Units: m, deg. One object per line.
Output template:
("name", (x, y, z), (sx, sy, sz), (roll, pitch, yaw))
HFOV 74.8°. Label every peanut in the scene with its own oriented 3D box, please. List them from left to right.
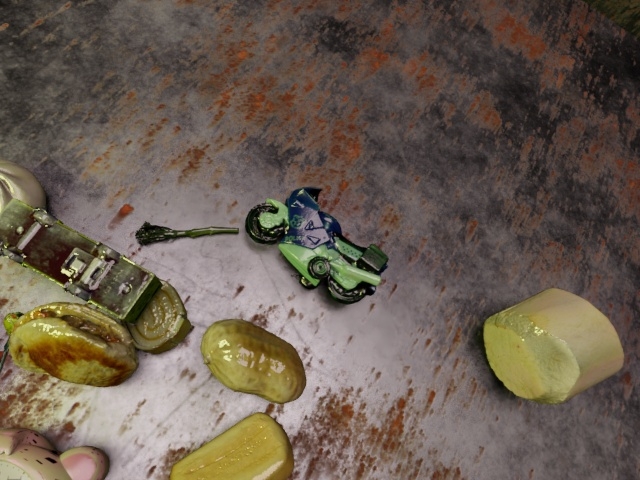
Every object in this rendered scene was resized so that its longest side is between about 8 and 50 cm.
("peanut", (-0.128, 0.235, 0.813), (0.225, 0.129, 0.129), (23, 65, -3))

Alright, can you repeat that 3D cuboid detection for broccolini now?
("broccolini", (-0.288, -0.014, 0.919), (0.218, 0.044, 0.042), (1, 54, -21))

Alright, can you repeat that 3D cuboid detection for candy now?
("candy", (-0.570, 0.190, 0.762), (0.035, 0.035, 0.122), (13, 74, -7))

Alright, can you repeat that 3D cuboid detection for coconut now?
("coconut", (0.522, 0.229, 0.943), (0.245, 0.239, 0.239), (-19, 76, -16))

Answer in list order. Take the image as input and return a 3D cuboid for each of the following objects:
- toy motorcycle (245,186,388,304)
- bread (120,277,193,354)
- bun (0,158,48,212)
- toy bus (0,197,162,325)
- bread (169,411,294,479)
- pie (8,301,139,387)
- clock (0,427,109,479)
("toy motorcycle", (0.000, 0.000, 0.948), (0.331, 0.125, 0.196), (36, 65, 5))
("bread", (-0.328, 0.144, 0.824), (0.118, 0.064, 0.156), (-24, 71, -17))
("bun", (-0.630, -0.082, 0.800), (0.173, 0.120, 0.172), (5, 68, -12))
("toy bus", (-0.440, 0.046, 0.763), (0.302, 0.139, 0.113), (27, 71, 7))
("bread", (-0.153, 0.413, 0.744), (0.217, 0.098, 0.147), (-21, 41, -23))
("pie", (-0.418, 0.192, 0.718), (0.205, 0.178, 0.084), (22, 34, -11))
("clock", (-0.507, 0.436, 0.629), (0.310, 0.114, 0.283), (7, 61, -13))
